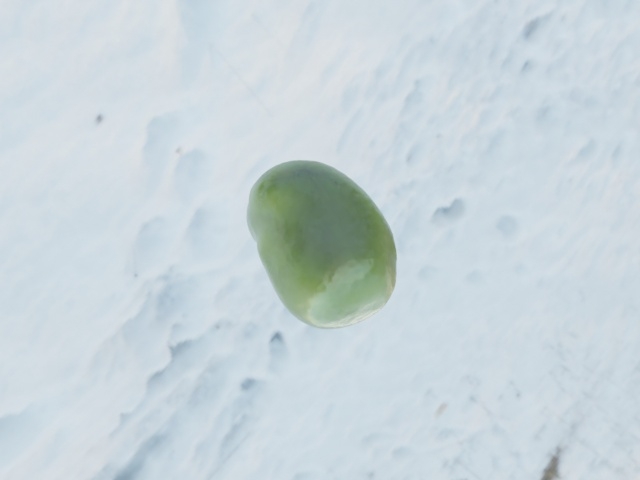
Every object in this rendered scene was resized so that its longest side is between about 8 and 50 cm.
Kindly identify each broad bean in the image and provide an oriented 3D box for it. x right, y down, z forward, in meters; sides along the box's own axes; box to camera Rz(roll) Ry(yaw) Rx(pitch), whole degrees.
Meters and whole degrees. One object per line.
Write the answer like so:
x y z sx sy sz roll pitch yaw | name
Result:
0.000 0.000 0.891 0.124 0.174 0.082 -20 151 -20 | broad bean
